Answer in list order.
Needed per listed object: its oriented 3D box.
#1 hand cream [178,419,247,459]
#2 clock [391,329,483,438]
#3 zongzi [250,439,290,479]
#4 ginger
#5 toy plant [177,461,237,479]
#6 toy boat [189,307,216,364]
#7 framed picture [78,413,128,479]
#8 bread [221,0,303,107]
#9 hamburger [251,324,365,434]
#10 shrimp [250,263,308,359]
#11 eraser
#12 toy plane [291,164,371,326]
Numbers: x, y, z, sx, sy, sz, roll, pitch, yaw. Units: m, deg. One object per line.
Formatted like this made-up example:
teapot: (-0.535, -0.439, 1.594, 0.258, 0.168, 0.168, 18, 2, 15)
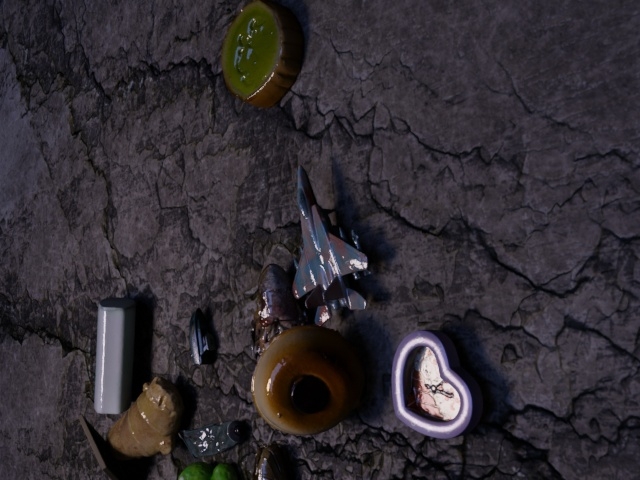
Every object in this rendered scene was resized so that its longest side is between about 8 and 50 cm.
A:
hand cream: (-0.260, 0.474, 1.970, 0.248, 0.052, 0.075, -26, 69, 44)
clock: (0.203, 0.266, 1.468, 0.172, 0.064, 0.198, -51, 54, 33)
zongzi: (-0.070, 0.534, 1.756, 0.184, 0.084, 0.187, 6, 89, 33)
ginger: (-0.454, 0.485, 2.134, 0.354, 0.126, 0.190, -40, 71, 42)
toy plant: (-0.282, 0.683, 1.932, 0.224, 0.184, 0.316, -19, 59, 40)
toy boat: (-0.293, 0.234, 2.011, 0.060, 0.055, 0.141, -14, 78, 23)
framed picture: (-0.571, 0.591, 2.214, 0.184, 0.016, 0.250, 51, 165, 34)
bread: (-0.134, -0.419, 1.848, 0.236, 0.070, 0.236, -2, 87, 46)
hamburger: (-0.025, 0.273, 1.610, 0.147, 0.237, 0.237, -122, 42, -78)
shrimp: (-0.082, 0.219, 1.742, 0.145, 0.116, 0.343, 160, 104, -70)
eraser: (-0.554, 0.307, 2.224, 0.189, 0.104, 0.290, -170, 83, -78)
toy plane: (0.005, 0.001, 1.664, 0.223, 0.104, 0.326, -26, 66, 43)
